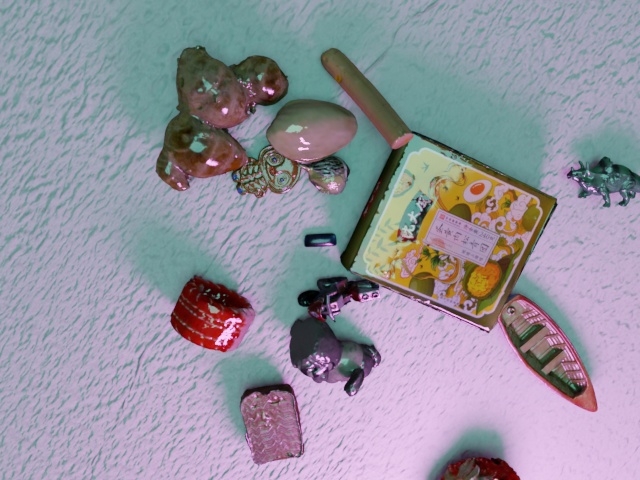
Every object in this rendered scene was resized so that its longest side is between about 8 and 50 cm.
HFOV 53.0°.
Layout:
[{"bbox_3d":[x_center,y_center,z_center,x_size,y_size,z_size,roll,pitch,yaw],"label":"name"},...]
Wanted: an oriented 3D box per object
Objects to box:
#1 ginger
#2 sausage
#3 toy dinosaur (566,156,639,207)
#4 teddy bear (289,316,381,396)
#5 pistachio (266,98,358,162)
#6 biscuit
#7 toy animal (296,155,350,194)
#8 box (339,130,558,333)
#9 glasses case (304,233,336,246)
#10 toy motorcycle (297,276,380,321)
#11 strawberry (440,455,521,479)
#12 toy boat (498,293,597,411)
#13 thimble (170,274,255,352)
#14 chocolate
[{"bbox_3d":[-0.251,-0.279,1.488,0.256,0.176,0.375,25,99,-24],"label":"ginger"},{"bbox_3d":[0.104,-0.337,1.500,0.066,0.066,0.301,-37,75,4],"label":"sausage"},{"bbox_3d":[0.760,-0.129,1.633,0.292,0.079,0.120,22,101,-11],"label":"toy dinosaur"},{"bbox_3d":[0.033,0.315,1.633,0.251,0.171,0.144,35,117,-16],"label":"teddy bear"},{"bbox_3d":[-0.024,-0.263,1.524,0.223,0.126,0.152,-15,85,-19],"label":"pistachio"},{"bbox_3d":[-0.131,-0.167,1.589,0.175,0.026,0.124,-22,101,0],"label":"biscuit"},{"bbox_3d":[0.011,-0.173,1.562,0.137,0.098,0.098,38,97,-26],"label":"toy animal"},{"bbox_3d":[0.314,-0.021,1.594,0.420,0.138,0.373,24,99,-9],"label":"box"},{"bbox_3d":[0.000,0.000,1.633,0.083,0.023,0.033,-3,103,-4],"label":"glasses case"},{"bbox_3d":[0.049,0.142,1.615,0.213,0.122,0.082,-13,118,-2],"label":"toy motorcycle"},{"bbox_3d":[0.455,0.693,1.747,0.280,0.150,0.253,30,119,-11],"label":"strawberry"},{"bbox_3d":[0.603,0.303,1.707,0.136,0.079,0.392,-41,100,2],"label":"toy boat"},{"bbox_3d":[-0.264,0.184,1.582,0.189,0.163,0.125,25,100,-8],"label":"thimble"},{"bbox_3d":[-0.126,0.472,1.685,0.148,0.093,0.214,-9,103,-3],"label":"chocolate"}]
